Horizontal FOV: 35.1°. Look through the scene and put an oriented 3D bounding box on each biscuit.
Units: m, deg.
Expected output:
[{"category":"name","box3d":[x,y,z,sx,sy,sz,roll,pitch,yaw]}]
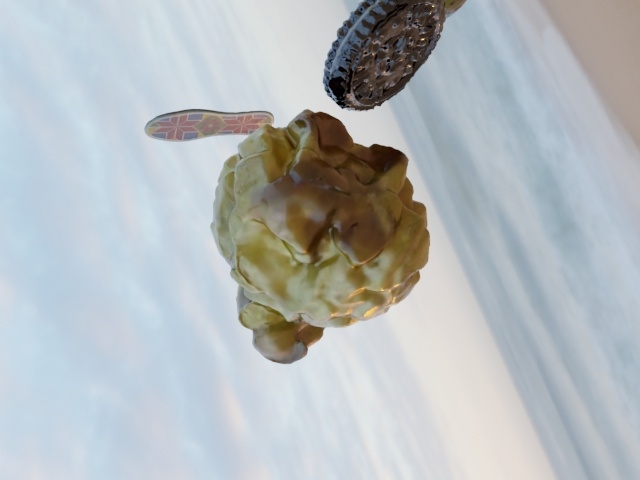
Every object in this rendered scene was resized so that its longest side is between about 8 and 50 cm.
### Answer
[{"category":"biscuit","box3d":[0.079,-0.237,1.224,0.053,0.194,0.194,44,178,22]}]

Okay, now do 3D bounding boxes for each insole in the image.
[{"category":"insole","box3d":[-0.160,-0.168,1.471,0.065,0.193,0.006,113,146,-49]}]

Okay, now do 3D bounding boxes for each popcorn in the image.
[{"category":"popcorn","box3d":[0.000,0.000,1.236,0.225,0.265,0.332,-77,-5,-63]}]

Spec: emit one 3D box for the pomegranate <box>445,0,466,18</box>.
[{"category":"pomegranate","box3d":[0.163,-0.412,1.446,0.198,0.246,0.198,-19,-90,-76]}]
